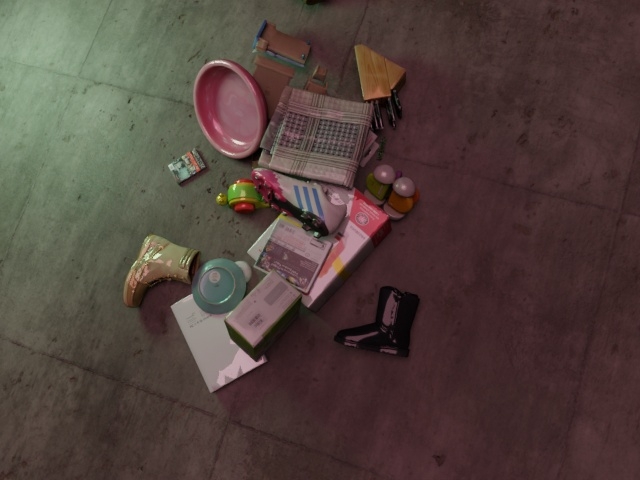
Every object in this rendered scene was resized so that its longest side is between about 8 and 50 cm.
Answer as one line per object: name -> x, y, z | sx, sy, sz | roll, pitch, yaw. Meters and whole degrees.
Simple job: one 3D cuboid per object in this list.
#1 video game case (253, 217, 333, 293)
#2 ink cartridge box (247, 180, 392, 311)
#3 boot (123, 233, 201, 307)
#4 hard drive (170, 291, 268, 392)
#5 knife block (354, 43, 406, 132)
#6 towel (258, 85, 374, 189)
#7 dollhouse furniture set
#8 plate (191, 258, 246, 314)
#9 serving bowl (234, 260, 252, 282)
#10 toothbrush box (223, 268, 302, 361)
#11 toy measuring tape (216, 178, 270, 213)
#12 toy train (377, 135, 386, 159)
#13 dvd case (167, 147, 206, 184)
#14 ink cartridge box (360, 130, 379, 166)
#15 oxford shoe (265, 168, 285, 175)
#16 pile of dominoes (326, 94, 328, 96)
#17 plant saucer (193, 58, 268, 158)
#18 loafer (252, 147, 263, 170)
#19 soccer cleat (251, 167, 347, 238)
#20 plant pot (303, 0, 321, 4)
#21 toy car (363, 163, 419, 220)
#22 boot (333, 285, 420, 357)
video game case -> -0.083, 0.046, 1.676 | 0.190, 0.022, 0.173 | 25, 83, 12
ink cartridge box -> 0.000, 0.000, 1.768 | 0.279, 0.160, 0.385 | 41, 86, 15
boot -> -0.532, 0.126, 1.854 | 0.203, 0.095, 0.262 | 18, 76, 10
hard drive -> -0.335, 0.307, 1.809 | 0.210, 0.040, 0.319 | -30, 75, 0
knife block -> 0.175, -0.508, 1.894 | 0.275, 0.088, 0.242 | 35, 84, 13
towel -> -0.015, -0.337, 1.746 | 0.324, 0.056, 0.312 | 14, 74, 9
dollhouse furniture set -> -0.119, -0.597, 1.971 | 0.286, 0.198, 0.303 | 19, 48, -10
plate -> -0.340, 0.149, 1.812 | 0.188, 0.024, 0.188 | -2, 77, 9
serving bowl -> -0.274, 0.108, 1.852 | 0.083, 0.027, 0.083 | -2, 77, 9
toothbrush box -> -0.169, 0.234, 1.654 | 0.122, 0.283, 0.206 | 41, 70, 9
toy measuring tape -> -0.196, -0.155, 1.856 | 0.330, 0.121, 0.122 | -5, 77, 7
toy train -> 0.208, -0.316, 1.880 | 0.017, 0.024, 0.083 | 14, 79, -4
dvd case -> -0.480, -0.266, 1.972 | 0.119, 0.013, 0.087 | -32, 75, -1
ink cartridge box -> 0.114, -0.341, 1.841 | 0.181, 0.061, 0.104 | 38, 84, -14
oxford shoe -> -0.144, -0.292, 1.830 | 0.096, 0.098, 0.272 | 3, 67, -6
pile of dominoes -> -0.023, -0.394, 1.923 | 0.196, 0.040, 0.251 | 42, 86, 14
plant saucer -> -0.295, -0.449, 1.872 | 0.332, 0.332, 0.084 | 45, 45, 14
loafer -> -0.214, -0.262, 1.914 | 0.056, 0.050, 0.148 | -19, 76, 4
soccer cleat -> -0.063, -0.135, 1.685 | 0.331, 0.116, 0.143 | 37, 62, 21
plant pot -> -0.059, -0.998, 1.987 | 0.237, 0.237, 0.254 | -28, 91, 1
toy car -> 0.240, -0.171, 1.796 | 0.182, 0.159, 0.136 | 35, 50, 14
boot -> 0.177, 0.243, 1.721 | 0.246, 0.094, 0.207 | 9, 83, 3
